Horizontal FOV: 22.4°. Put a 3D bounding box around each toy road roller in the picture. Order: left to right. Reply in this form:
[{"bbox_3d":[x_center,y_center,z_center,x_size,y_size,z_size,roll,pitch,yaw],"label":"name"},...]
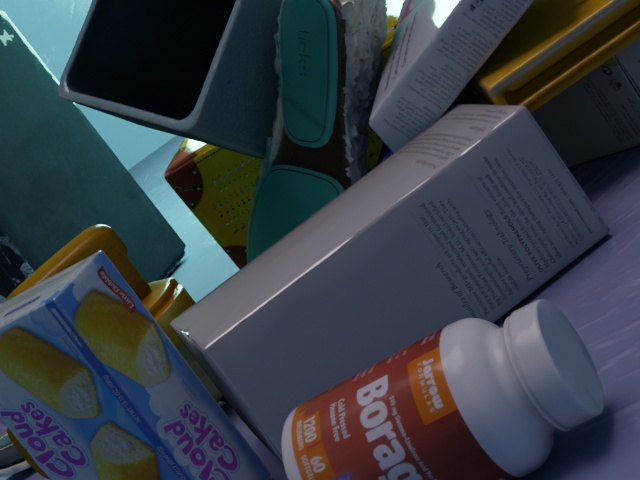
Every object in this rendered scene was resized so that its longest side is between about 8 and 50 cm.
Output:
[{"bbox_3d":[-0.245,0.119,1.772,0.202,0.240,0.329,-43,15,-28],"label":"toy road roller"}]

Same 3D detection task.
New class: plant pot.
[{"bbox_3d":[-0.108,-0.221,1.908,0.247,0.252,0.247,18,85,41],"label":"plant pot"}]

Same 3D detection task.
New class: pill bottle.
[{"bbox_3d":[0.088,0.131,1.164,0.216,0.121,0.121,-31,14,22],"label":"pill bottle"}]

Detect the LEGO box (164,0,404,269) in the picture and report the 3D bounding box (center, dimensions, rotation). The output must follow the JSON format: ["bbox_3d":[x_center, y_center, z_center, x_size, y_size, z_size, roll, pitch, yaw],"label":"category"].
[{"bbox_3d":[0.075,-0.212,2.171,0.500,0.193,0.372,-28,20,29],"label":"LEGO box"}]

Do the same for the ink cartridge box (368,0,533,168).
[{"bbox_3d":[0.134,-0.233,1.723,0.330,0.071,0.324,-50,11,29],"label":"ink cartridge box"}]

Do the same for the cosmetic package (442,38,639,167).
[{"bbox_3d":[0.270,-0.161,1.746,0.309,0.113,0.160,-17,23,52],"label":"cosmetic package"}]

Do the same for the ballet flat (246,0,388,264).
[{"bbox_3d":[0.015,-0.103,1.803,0.147,0.409,0.147,7,23,-3],"label":"ballet flat"}]

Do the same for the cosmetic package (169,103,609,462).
[{"bbox_3d":[0.057,0.034,1.505,0.365,0.155,0.197,-38,13,-7],"label":"cosmetic package"}]

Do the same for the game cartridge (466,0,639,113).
[{"bbox_3d":[0.274,-0.241,1.678,0.285,0.052,0.323,-35,12,5],"label":"game cartridge"}]

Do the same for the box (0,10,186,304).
[{"bbox_3d":[-0.558,-0.021,2.518,0.472,0.480,0.297,-26,18,38],"label":"box"}]

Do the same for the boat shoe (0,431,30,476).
[{"bbox_3d":[-0.299,0.174,2.024,0.319,0.099,0.116,-36,14,0],"label":"boat shoe"}]

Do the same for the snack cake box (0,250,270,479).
[{"bbox_3d":[-0.187,0.156,1.445,0.152,0.264,0.089,-26,16,35],"label":"snack cake box"}]
